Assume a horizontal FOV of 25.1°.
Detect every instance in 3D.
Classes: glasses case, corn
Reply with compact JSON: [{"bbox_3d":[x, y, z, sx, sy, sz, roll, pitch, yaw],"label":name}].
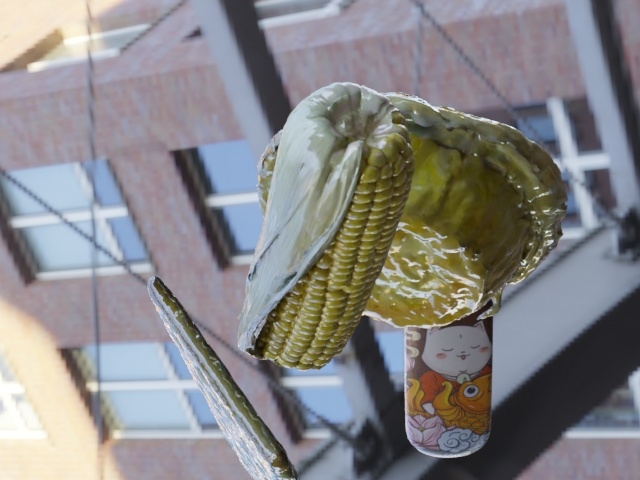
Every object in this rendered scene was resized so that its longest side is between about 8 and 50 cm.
[{"bbox_3d":[0.177,0.159,1.996,0.082,0.122,0.321,-81,-10,-65],"label":"glasses case"},{"bbox_3d":[-0.004,-0.002,1.237,0.122,0.305,0.123,-6,-130,-24],"label":"corn"}]

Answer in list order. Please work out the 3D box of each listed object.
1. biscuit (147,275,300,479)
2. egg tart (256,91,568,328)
[{"bbox_3d":[-0.041,0.117,0.838,0.016,0.139,0.231,-33,-26,-10],"label":"biscuit"},{"bbox_3d":[0.101,-0.016,1.693,0.388,0.388,0.169,51,-139,-42],"label":"egg tart"}]
